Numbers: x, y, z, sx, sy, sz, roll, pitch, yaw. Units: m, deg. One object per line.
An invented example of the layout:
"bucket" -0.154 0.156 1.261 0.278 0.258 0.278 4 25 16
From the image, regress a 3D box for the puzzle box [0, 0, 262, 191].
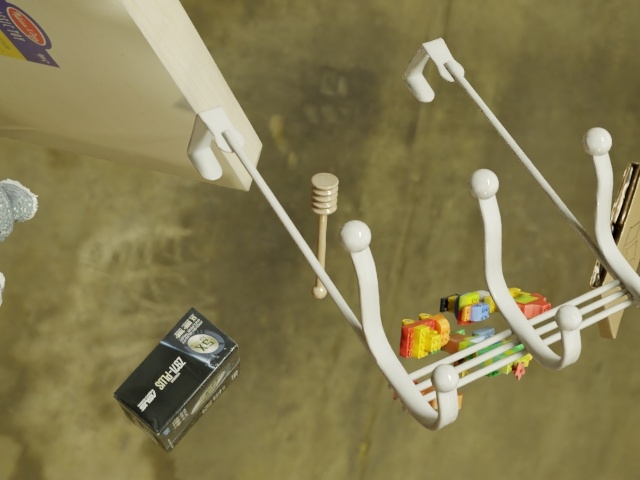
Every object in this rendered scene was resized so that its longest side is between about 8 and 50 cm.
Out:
"puzzle box" -0.217 -0.153 1.118 0.409 0.272 0.052 62 43 -71

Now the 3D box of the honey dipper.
"honey dipper" 0.000 0.000 1.514 0.030 0.030 0.161 -35 141 -41

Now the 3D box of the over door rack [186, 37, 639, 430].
"over door rack" 0.082 -0.035 1.004 0.239 0.324 0.108 -20 141 -29

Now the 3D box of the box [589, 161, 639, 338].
"box" 0.365 0.017 1.676 0.201 0.021 0.164 56 52 -65

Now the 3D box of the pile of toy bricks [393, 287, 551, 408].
"pile of toy bricks" 0.174 0.119 1.458 0.212 0.105 0.118 -14 113 -50

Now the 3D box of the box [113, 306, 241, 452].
"box" -0.177 0.180 1.742 0.147 0.077 0.180 -48 171 -14

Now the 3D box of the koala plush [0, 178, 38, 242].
"koala plush" -0.522 -0.063 1.924 0.203 0.221 0.196 -66 169 24

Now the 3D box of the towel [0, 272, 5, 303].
"towel" -0.401 0.096 1.059 0.121 0.283 0.235 82 4 -50
